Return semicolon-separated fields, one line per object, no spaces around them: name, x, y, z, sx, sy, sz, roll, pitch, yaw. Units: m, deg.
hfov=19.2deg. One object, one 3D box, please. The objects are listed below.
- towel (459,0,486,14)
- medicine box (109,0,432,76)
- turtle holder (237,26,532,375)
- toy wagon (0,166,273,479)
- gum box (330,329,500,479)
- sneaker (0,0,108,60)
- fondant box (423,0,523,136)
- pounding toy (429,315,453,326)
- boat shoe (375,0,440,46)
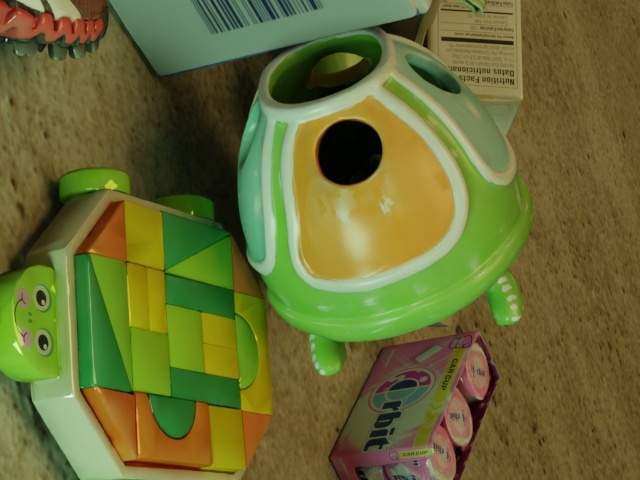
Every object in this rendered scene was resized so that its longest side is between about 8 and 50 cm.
towel;0.108;-0.265;1.524;0.110;0.027;0.148;28;57;-59
medicine box;-0.023;-0.304;1.608;0.149;0.263;0.289;59;34;-33
turtle holder;0.053;-0.067;1.579;0.227;0.243;0.320;66;34;-28
toy wagon;-0.150;0.080;1.437;0.344;0.068;0.267;18;63;-58
gum box;0.091;0.171;1.801;0.062;0.107;0.188;64;31;-25
sneaker;-0.236;-0.201;1.331;0.276;0.098;0.135;2;97;-61
fondant box;0.137;-0.238;1.931;0.238;0.096;0.330;105;-11;-66
pounding toy;0.075;0.007;1.869;0.130;0.100;0.141;27;67;-55
boat shoe;0.049;-0.180;1.800;0.335;0.095;0.112;99;-10;-50
